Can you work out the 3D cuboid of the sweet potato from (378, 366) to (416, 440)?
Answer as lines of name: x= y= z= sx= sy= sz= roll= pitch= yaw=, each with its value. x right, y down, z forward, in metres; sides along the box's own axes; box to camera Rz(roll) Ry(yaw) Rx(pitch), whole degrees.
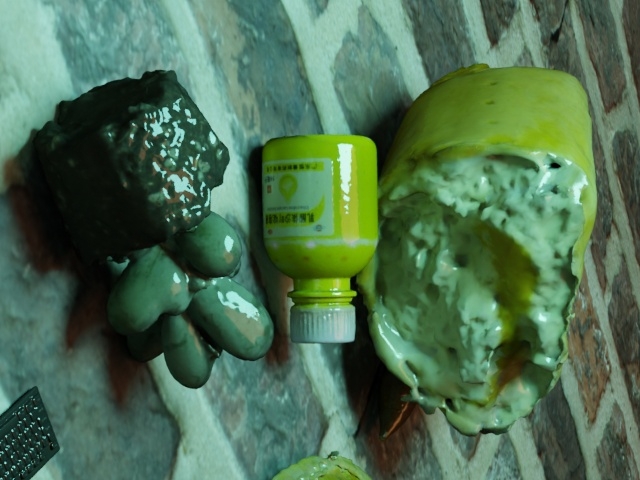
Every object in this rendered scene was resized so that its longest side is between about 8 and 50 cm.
sweet potato: x=0.107 y=0.156 z=1.836 sx=0.065 sy=0.051 sz=0.218 roll=61 pitch=39 yaw=-47

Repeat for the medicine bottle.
medicine bottle: x=0.000 y=0.000 z=1.561 sx=0.122 sy=0.121 sz=0.213 roll=2 pitch=87 yaw=-63

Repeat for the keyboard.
keyboard: x=-0.266 y=0.191 z=1.156 sx=0.202 sy=0.011 sz=0.067 roll=-47 pitch=129 yaw=-54

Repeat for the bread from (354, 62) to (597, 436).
bread: x=0.177 y=-0.020 z=1.758 sx=0.394 sy=0.250 sz=0.361 roll=-74 pitch=171 yaw=-60

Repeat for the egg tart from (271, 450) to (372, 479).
egg tart: x=0.018 y=0.391 z=1.564 sx=0.341 sy=0.132 sz=0.341 roll=1 pitch=88 yaw=-62

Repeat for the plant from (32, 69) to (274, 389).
plant: x=-0.133 y=-0.001 z=1.275 sx=0.149 sy=0.146 sz=0.275 roll=-44 pitch=126 yaw=-40
